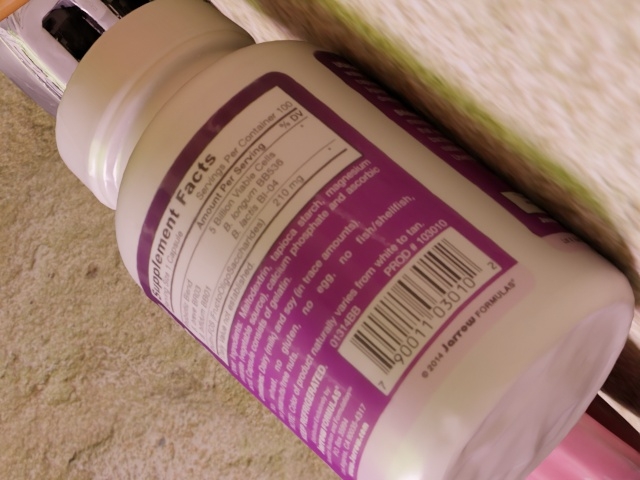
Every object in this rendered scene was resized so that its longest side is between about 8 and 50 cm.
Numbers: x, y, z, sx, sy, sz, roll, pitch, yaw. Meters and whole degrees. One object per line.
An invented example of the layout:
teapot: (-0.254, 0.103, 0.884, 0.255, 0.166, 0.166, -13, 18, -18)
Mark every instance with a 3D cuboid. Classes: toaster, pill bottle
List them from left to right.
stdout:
toaster: (-0.152, -0.142, 1.009, 0.227, 0.129, 0.146, 46, 173, -24)
pill bottle: (0.000, 0.000, 0.754, 0.301, 0.169, 0.169, 41, 176, 26)

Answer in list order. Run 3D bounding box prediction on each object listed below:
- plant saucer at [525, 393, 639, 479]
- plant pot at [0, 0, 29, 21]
plant saucer: (0.096, 0.087, 0.981, 0.332, 0.084, 0.332, 40, -175, -4)
plant pot: (-0.186, -0.168, 0.630, 0.205, 0.188, 0.205, 42, 176, 4)
